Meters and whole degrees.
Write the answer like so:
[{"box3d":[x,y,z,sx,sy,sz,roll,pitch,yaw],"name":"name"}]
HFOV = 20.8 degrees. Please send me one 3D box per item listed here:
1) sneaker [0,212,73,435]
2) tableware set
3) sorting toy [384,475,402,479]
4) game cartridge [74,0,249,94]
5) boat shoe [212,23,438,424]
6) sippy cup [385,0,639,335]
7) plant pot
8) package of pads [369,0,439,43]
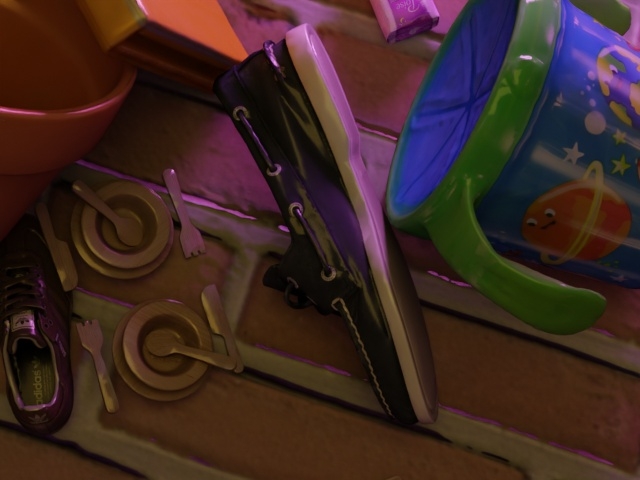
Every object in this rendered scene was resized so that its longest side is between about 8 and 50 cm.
[{"box3d":[-0.233,0.063,1.422,0.066,0.071,0.188,-11,79,-6],"name":"sneaker"},{"box3d":[-0.142,0.036,1.434,0.128,0.039,0.194,-17,80,-22],"name":"tableware set"},{"box3d":[0.038,0.236,1.431,0.083,0.012,0.062,-20,85,-11],"name":"sorting toy"},{"box3d":[-0.186,-0.275,1.394,0.052,0.285,0.324,-33,81,10],"name":"game cartridge"},{"box3d":[-0.001,0.000,1.427,0.113,0.127,0.340,-20,91,10],"name":"boat shoe"},{"box3d":[0.202,-0.074,1.407,0.224,0.240,0.305,23,84,-13],"name":"sippy cup"},{"box3d":[-0.311,-0.107,1.349,0.291,0.291,0.203,31,120,3],"name":"plant pot"},{"box3d":[0.066,-0.218,1.521,0.050,0.032,0.083,-20,80,-5],"name":"package of pads"}]
